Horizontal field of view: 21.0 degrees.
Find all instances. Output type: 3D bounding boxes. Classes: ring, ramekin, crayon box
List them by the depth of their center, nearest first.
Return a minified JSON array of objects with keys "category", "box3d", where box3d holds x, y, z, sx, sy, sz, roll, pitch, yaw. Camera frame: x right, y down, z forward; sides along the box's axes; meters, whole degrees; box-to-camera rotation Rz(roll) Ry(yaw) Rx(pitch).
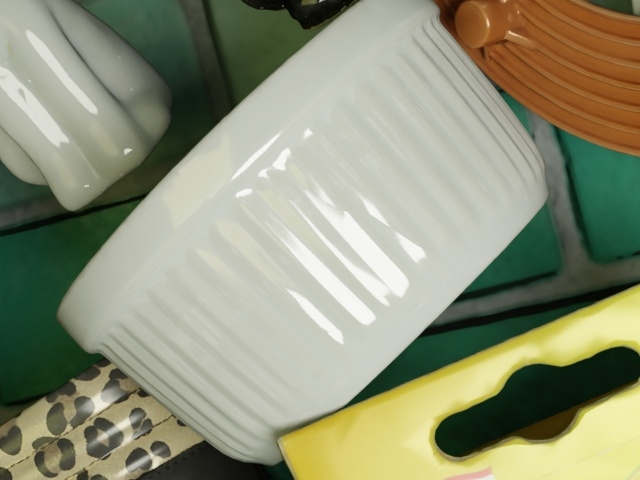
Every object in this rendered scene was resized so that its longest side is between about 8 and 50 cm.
[{"category":"ring","box3d":[0.112,-0.190,0.654,0.336,0.032,0.336,24,122,45]},{"category":"crayon box","box3d":[0.135,0.175,0.695,0.202,0.081,0.318,-22,97,3]},{"category":"ramekin","box3d":[0.000,0.000,0.726,0.109,0.207,0.207,46,113,2]}]

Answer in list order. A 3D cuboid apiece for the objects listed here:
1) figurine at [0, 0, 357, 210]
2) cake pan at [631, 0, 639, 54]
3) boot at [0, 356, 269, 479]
[{"category":"figurine","box3d":[-0.107,-0.146,0.717,0.215,0.092,0.209,-36,110,14]},{"category":"cake pan","box3d":[0.269,-0.110,0.667,0.293,0.054,0.293,3,99,24]},{"category":"boot","box3d":[-0.124,0.242,0.846,0.377,0.138,0.284,-35,84,20]}]
